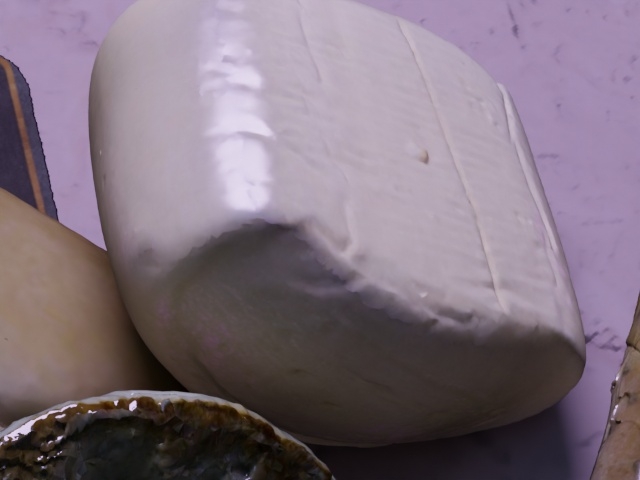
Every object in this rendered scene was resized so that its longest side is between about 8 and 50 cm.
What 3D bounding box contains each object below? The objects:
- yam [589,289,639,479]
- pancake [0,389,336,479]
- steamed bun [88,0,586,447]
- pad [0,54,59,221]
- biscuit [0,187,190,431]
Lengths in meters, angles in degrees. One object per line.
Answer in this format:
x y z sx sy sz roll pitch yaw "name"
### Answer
0.153 0.134 0.837 0.071 0.067 0.317 6 53 19 "yam"
-0.071 0.177 0.730 0.253 0.253 0.037 -40 26 -25 "pancake"
0.000 0.000 0.854 0.250 0.155 0.200 18 45 -39 "steamed bun"
-0.274 0.045 0.898 0.315 0.063 0.375 -13 55 -9 "pad"
-0.186 0.041 0.800 0.291 0.062 0.237 33 33 -12 "biscuit"
